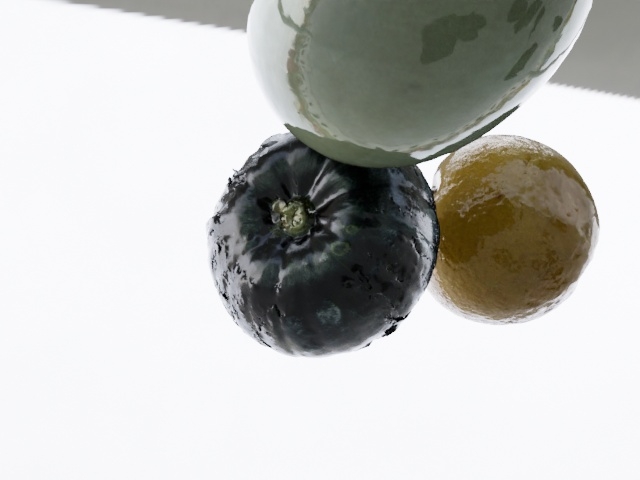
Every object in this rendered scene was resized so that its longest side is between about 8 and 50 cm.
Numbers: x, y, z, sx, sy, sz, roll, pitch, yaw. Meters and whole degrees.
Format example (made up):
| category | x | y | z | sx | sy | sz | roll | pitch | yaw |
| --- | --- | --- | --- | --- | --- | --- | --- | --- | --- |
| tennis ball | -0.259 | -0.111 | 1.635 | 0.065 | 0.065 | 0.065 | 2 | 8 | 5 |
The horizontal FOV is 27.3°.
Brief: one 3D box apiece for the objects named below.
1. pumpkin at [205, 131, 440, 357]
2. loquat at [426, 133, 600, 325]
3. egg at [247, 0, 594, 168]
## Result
| category | x | y | z | sx | sy | sz | roll | pitch | yaw |
| --- | --- | --- | --- | --- | --- | --- | --- | --- | --- |
| pumpkin | 0.000 | 0.000 | 1.275 | 0.233 | 0.233 | 0.163 | -24 | -28 | 16 |
| loquat | 0.195 | -0.011 | 1.426 | 0.208 | 0.208 | 0.208 | -5 | -42 | -5 |
| egg | 0.082 | -0.207 | 1.085 | 0.258 | 0.258 | 0.352 | 21 | -42 | -30 |
